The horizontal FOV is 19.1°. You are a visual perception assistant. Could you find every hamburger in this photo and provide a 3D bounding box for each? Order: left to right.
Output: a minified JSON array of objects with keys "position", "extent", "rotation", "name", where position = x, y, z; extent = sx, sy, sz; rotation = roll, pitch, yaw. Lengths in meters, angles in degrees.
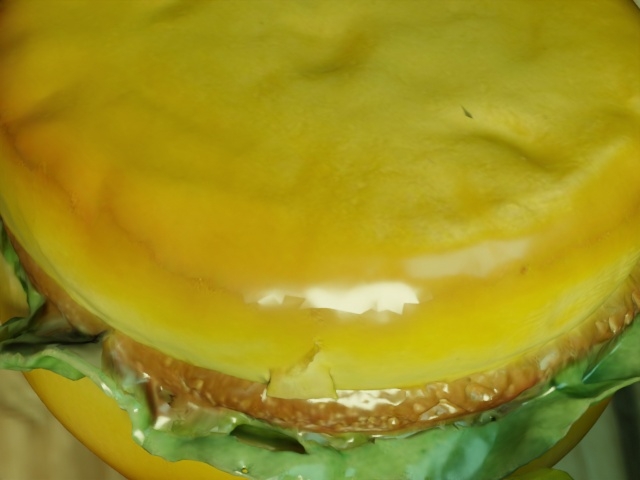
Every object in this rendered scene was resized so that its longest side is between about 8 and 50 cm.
[{"position":[-0.001,-0.001,0.628],"extent":[0.246,0.170,0.246],"rotation":[4,43,-3],"name":"hamburger"}]

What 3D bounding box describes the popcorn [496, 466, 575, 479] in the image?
[{"position":[0.085,0.177,0.521],"extent":[0.250,0.235,0.242],"rotation":[0,54,-22],"name":"popcorn"}]
